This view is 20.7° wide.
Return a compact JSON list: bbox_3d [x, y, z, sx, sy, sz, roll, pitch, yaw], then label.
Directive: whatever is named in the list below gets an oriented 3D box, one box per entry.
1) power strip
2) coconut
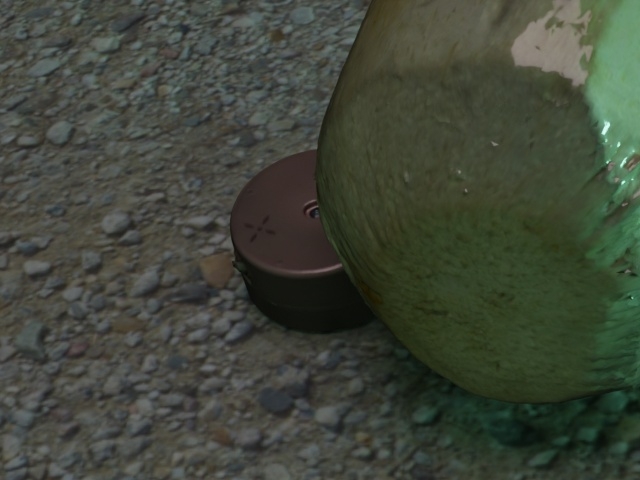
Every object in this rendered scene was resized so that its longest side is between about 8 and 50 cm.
[{"bbox_3d":[0.000,0.000,1.475,0.154,0.078,0.154,-7,47,8],"label":"power strip"},{"bbox_3d":[0.186,-0.095,1.308,0.345,0.415,0.415,24,52,4],"label":"coconut"}]
